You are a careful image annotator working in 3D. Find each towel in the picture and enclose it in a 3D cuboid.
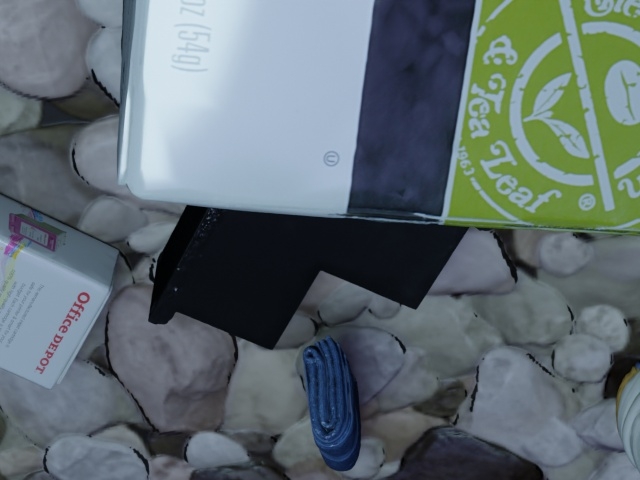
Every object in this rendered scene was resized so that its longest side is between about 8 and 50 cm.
[{"bbox_3d":[0.010,0.106,0.846,0.029,0.067,0.119,-7,161,2],"label":"towel"}]

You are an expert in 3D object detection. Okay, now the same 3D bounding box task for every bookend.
[{"bbox_3d":[0.000,0.000,0.816,0.157,0.072,0.156,23,117,-14],"label":"bookend"}]

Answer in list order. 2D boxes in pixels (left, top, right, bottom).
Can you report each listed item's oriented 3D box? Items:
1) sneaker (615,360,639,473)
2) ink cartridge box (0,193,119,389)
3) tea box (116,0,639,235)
[{"bbox_3d":[0.337,0.092,0.841,0.296,0.131,0.112,-31,113,13],"label":"sneaker"},{"bbox_3d":[-0.199,0.026,0.837,0.122,0.052,0.088,27,115,-14],"label":"ink cartridge box"},{"bbox_3d":[0.091,-0.190,0.527,0.324,0.220,0.329,3,110,-10],"label":"tea box"}]
